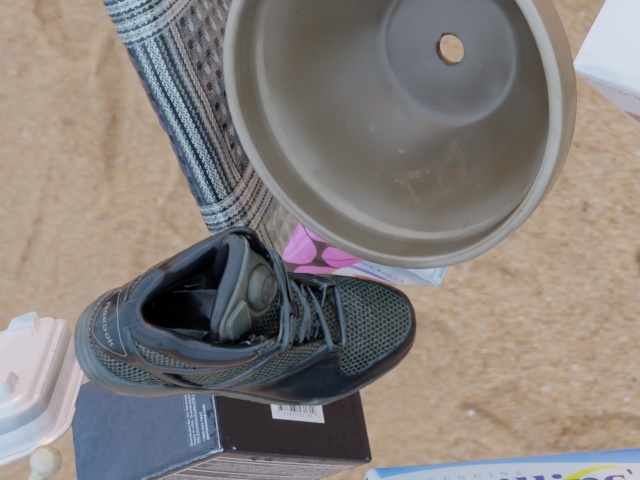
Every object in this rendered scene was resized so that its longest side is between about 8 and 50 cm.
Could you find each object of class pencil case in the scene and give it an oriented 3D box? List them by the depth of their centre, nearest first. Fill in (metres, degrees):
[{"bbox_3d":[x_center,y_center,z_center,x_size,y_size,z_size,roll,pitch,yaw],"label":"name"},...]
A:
[{"bbox_3d":[0.000,0.000,1.499,0.209,0.098,0.095,-29,59,51],"label":"pencil case"}]

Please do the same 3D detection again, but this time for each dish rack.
[{"bbox_3d":[-0.406,0.175,1.652,0.285,0.333,0.072,-19,105,2],"label":"dish rack"}]

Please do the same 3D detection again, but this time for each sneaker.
[{"bbox_3d":[-0.023,0.049,0.919,0.130,0.227,0.087,-32,59,57],"label":"sneaker"}]

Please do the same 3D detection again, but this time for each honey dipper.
[{"bbox_3d":[-0.180,0.186,0.819,0.030,0.030,0.161,26,89,32],"label":"honey dipper"}]

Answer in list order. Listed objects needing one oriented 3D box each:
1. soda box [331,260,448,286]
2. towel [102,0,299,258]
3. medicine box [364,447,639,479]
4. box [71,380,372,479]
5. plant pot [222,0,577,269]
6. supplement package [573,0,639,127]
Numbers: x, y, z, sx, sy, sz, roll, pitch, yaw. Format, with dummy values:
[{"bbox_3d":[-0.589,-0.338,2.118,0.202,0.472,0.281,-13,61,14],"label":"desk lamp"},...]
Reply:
[{"bbox_3d":[0.067,-0.005,1.857,0.098,0.091,0.286,-65,21,-11],"label":"soda box"},{"bbox_3d":[-0.049,-0.166,1.151,0.056,0.324,0.312,-11,118,25],"label":"towel"},{"bbox_3d":[0.159,0.283,0.926,0.149,0.263,0.289,-116,26,-58],"label":"medicine box"},{"bbox_3d":[-0.143,0.256,2.091,0.294,0.296,0.183,-27,63,37],"label":"box"},{"bbox_3d":[0.063,-0.110,0.971,0.237,0.110,0.237,13,118,26],"label":"plant pot"},{"bbox_3d":[0.430,-0.178,1.584,0.177,0.293,0.175,28,90,40],"label":"supplement package"}]
